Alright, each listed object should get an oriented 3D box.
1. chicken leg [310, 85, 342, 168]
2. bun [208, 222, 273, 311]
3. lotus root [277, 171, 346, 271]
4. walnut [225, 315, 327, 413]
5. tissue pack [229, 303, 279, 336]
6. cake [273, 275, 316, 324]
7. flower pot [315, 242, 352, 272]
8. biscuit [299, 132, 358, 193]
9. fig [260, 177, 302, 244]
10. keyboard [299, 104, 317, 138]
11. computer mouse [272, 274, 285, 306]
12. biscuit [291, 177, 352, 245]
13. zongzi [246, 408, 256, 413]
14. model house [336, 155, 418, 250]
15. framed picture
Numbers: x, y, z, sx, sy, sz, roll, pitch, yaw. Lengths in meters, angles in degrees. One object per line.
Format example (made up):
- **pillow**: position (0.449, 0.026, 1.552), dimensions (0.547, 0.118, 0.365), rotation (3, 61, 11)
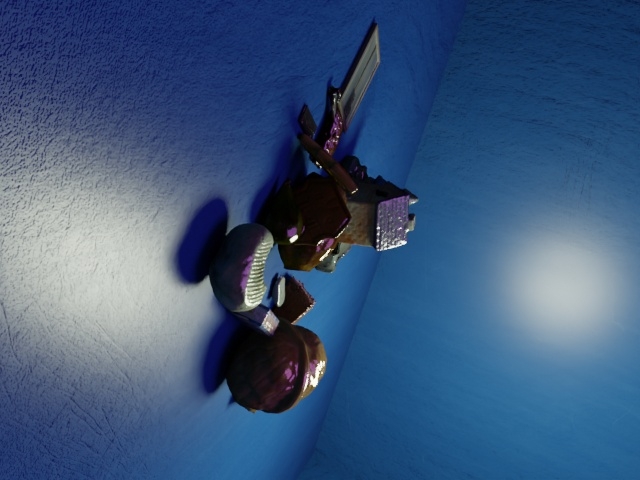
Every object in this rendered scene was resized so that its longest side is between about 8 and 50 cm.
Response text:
- **chicken leg**: position (0.027, -0.332, 2.038), dimensions (0.106, 0.051, 0.253), rotation (-35, 142, -56)
- **bun**: position (-0.193, 0.061, 1.640), dimensions (0.204, 0.126, 0.213), rotation (66, 40, -70)
- **lotus root**: position (-0.022, -0.040, 2.020), dimensions (0.193, 0.193, 0.291), rotation (46, 67, -75)
- **walnut**: position (-0.128, 0.369, 2.067), dimensions (0.296, 0.285, 0.285), rotation (5, 109, -44)
- **tissue pack**: position (-0.183, 0.204, 1.914), dimensions (0.065, 0.115, 0.155), rotation (-61, 166, -14)
- **cake**: position (-0.115, 0.272, 2.311), dimensions (0.295, 0.112, 0.116), rotation (-58, 165, 5)
- **flower pot**: position (0.052, 0.010, 2.527), dimensions (0.108, 0.103, 0.229), rotation (99, 19, -46)
- **biscuit**: position (0.035, -0.202, 1.906), dimensions (0.041, 0.239, 0.212), rotation (-44, 140, -1)
- **fig**: position (-0.101, -0.076, 1.855), dimensions (0.117, 0.117, 0.178), rotation (40, 53, -75)
- **keyboard**: position (-0.034, -0.320, 1.899), dimensions (0.155, 0.010, 0.053), rotation (55, 57, -73)
- **computer mouse**: position (-0.136, 0.156, 2.196), dimensions (0.056, 0.032, 0.110), rotation (-48, 145, -57)
- **biscuit**: position (-0.034, -0.071, 1.912), dimensions (0.215, 0.182, 0.034), rotation (-25, 178, 5)
- **zongzi**: position (-0.166, 0.450, 2.345), dimensions (0.256, 0.114, 0.228), rotation (-66, 161, -2)
- **model house**: position (0.194, -0.125, 2.372), dimensions (0.312, 0.280, 0.245), rotation (-61, 155, -55)
- **framed picture**: position (0.122, -0.507, 2.187), dimensions (0.213, 0.016, 0.289), rotation (68, 45, -70)
